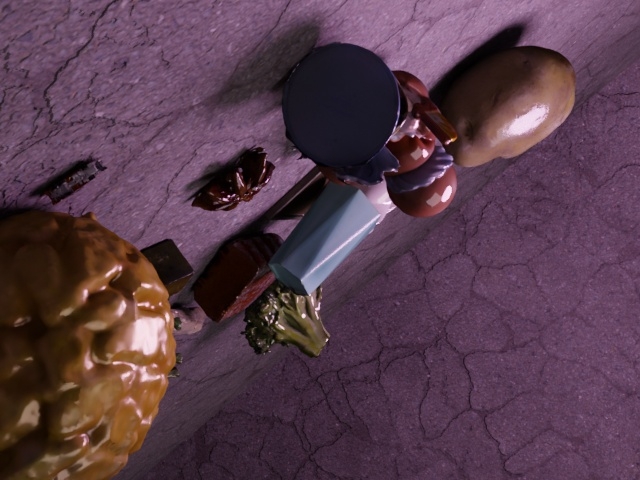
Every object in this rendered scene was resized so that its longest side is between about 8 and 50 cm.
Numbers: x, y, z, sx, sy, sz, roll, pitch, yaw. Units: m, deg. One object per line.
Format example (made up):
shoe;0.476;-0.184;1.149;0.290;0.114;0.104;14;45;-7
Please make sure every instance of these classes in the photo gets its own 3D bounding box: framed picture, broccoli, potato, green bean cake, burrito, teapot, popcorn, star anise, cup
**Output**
framed picture;0.042;-0.152;1.930;0.324;0.020;0.240;-42;168;18
broccoli;-0.066;0.194;2.373;0.248;0.245;0.288;-41;177;-36
potato;0.404;-0.300;1.955;0.327;0.220;0.243;-30;159;10
green bean cake;-0.181;0.080;1.960;0.233;0.097;0.199;-45;167;30
burrito;-0.317;0.181;2.041;0.063;0.058;0.229;-37;169;8
teapot;0.163;-0.121;2.106;0.298;0.139;0.204;-33;167;-33
popcorn;-0.354;0.166;1.184;0.390;0.354;0.344;-43;149;27
star anise;-0.143;-0.092;1.523;0.168;0.057;0.168;-37;167;-10
cup;0.000;0.000;1.892;0.235;0.134;0.148;-48;169;-18

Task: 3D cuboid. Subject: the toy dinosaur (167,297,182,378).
toy dinosaur;-0.449;0.258;1.891;0.301;0.087;0.446;-1;121;-24

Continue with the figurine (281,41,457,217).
figurine;0.093;-0.175;1.488;0.248;0.277;0.388;-66;163;13

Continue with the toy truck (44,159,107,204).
toy truck;-0.315;-0.077;1.151;0.083;0.024;0.032;-35;-170;-6

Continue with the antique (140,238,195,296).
antique;-0.335;0.083;1.556;0.221;0.080;0.081;-28;166;-41
